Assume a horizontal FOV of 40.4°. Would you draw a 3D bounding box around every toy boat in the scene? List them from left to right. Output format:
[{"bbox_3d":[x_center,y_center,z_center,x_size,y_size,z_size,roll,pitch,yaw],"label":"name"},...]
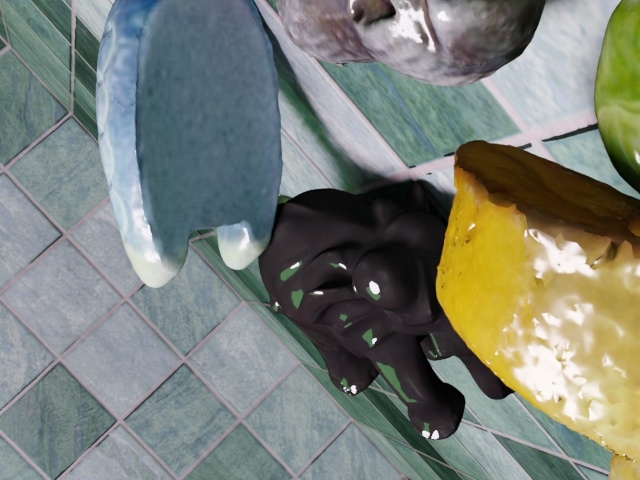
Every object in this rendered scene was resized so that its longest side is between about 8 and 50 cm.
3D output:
[{"bbox_3d":[-0.147,-0.123,0.901,0.123,0.215,0.330,4,102,41],"label":"toy boat"}]

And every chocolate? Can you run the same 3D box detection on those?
[{"bbox_3d":[0.051,-0.161,0.568,0.248,0.110,0.110,32,161,55],"label":"chocolate"}]

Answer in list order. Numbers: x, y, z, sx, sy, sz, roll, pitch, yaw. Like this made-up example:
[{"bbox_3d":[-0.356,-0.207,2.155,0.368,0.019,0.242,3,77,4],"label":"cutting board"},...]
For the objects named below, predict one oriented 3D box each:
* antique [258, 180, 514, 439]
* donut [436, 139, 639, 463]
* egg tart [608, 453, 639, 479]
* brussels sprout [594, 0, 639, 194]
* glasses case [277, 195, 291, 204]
[{"bbox_3d":[0.056,0.060,0.965,0.322,0.185,0.255,22,147,44],"label":"antique"},{"bbox_3d":[0.181,0.042,0.480,0.277,0.108,0.277,23,-168,-5],"label":"donut"},{"bbox_3d":[0.389,0.261,0.714,0.319,0.128,0.319,45,169,12],"label":"egg tart"},{"bbox_3d":[0.193,-0.061,0.392,0.155,0.117,0.155,56,-178,-2],"label":"brussels sprout"},{"bbox_3d":[0.000,0.000,1.270,0.095,0.062,0.272,52,166,-23],"label":"glasses case"}]
